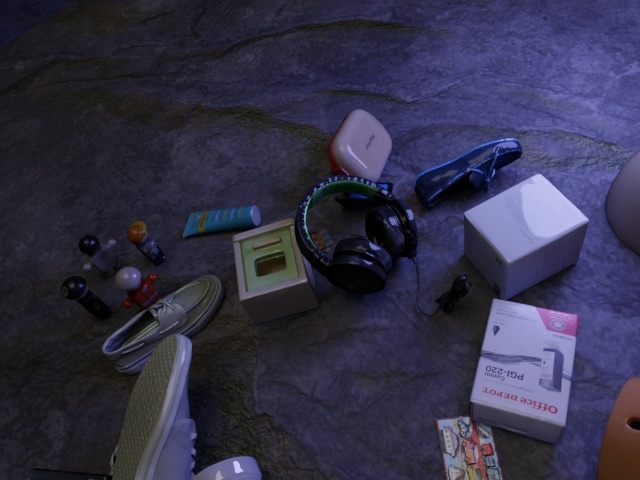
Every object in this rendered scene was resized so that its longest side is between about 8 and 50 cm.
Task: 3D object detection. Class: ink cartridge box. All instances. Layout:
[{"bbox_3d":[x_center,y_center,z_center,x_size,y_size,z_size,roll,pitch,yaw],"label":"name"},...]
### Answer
[{"bbox_3d":[0.369,0.231,0.978,0.158,0.092,0.218,10,58,22],"label":"ink cartridge box"}]

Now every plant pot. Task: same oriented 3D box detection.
[{"bbox_3d":[0.537,0.324,0.774,0.203,0.291,0.291,12,59,43],"label":"plant pot"},{"bbox_3d":[0.734,-0.114,1.055,0.284,0.191,0.284,-7,54,10],"label":"plant pot"}]

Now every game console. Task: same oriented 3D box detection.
[{"bbox_3d":[0.107,-0.120,1.318,0.122,0.107,0.071,4,86,19],"label":"game console"}]

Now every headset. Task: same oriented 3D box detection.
[{"bbox_3d":[0.127,0.006,1.132,0.394,0.185,0.243,40,63,10],"label":"headset"}]

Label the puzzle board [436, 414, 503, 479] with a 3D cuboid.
[{"bbox_3d":[0.265,0.377,0.961,0.096,0.011,0.128,-10,53,9],"label":"puzzle board"}]

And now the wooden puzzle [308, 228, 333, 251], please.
[{"bbox_3d":[0.000,0.000,1.303,0.049,0.006,0.083,-26,53,-3],"label":"wooden puzzle"}]

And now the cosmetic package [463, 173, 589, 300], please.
[{"bbox_3d":[0.409,-0.005,1.097,0.183,0.151,0.151,-27,53,-5],"label":"cosmetic package"}]

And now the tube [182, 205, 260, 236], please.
[{"bbox_3d":[-0.257,-0.052,1.394,0.207,0.052,0.080,-7,45,19],"label":"tube"}]

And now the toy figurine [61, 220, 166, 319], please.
[{"bbox_3d":[-0.497,0.071,1.309,0.213,0.148,0.210,-10,54,10],"label":"toy figurine"}]

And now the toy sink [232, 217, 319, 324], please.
[{"bbox_3d":[-0.107,0.045,1.225,0.152,0.131,0.234,-16,53,4],"label":"toy sink"}]

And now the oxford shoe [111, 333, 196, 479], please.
[{"bbox_3d":[-0.294,0.401,0.995,0.169,0.130,0.450,-18,59,50],"label":"oxford shoe"}]

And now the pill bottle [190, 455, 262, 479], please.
[{"bbox_3d":[-0.123,0.517,0.883,0.162,0.162,0.278,-27,53,-4],"label":"pill bottle"}]

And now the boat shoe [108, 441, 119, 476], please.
[{"bbox_3d":[-0.385,0.437,1.067,0.083,0.076,0.226,-1,56,16],"label":"boat shoe"}]

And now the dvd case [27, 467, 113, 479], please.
[{"bbox_3d":[-0.489,0.561,1.004,0.179,0.029,0.239,-2,72,15],"label":"dvd case"}]

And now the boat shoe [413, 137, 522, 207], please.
[{"bbox_3d":[0.352,-0.147,1.260,0.258,0.109,0.089,-26,58,18],"label":"boat shoe"}]

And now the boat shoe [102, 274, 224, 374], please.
[{"bbox_3d":[-0.350,0.182,1.222,0.302,0.094,0.109,-43,56,-14],"label":"boat shoe"}]

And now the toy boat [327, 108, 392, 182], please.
[{"bbox_3d":[0.080,-0.218,1.363,0.151,0.151,0.231,-30,25,45],"label":"toy boat"}]
